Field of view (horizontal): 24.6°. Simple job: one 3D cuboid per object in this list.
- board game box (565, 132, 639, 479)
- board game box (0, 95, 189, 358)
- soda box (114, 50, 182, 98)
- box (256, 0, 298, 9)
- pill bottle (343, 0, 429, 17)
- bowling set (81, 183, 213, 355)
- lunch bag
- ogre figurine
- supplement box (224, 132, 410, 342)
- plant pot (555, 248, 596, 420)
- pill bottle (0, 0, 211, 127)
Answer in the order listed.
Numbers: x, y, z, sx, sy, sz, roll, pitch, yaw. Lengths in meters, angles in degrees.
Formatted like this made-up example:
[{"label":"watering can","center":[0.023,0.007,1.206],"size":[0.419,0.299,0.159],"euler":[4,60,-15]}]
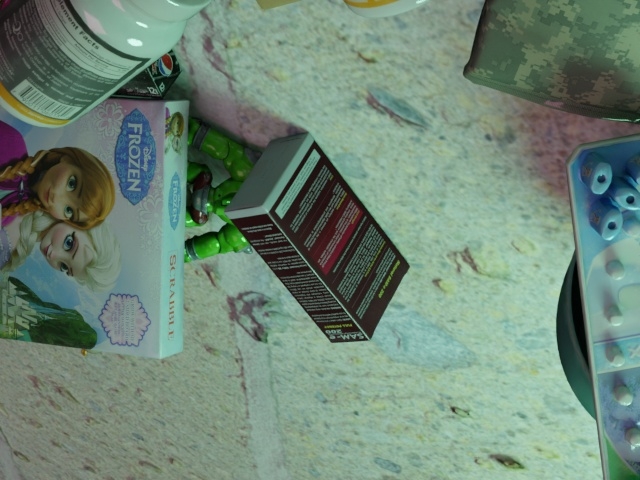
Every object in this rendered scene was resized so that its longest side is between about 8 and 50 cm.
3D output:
[{"label":"board game box","center":[0.432,0.075,1.295],"size":[0.390,0.050,0.390],"euler":[-10,106,-3]},{"label":"board game box","center":[-0.322,-0.027,1.844],"size":[0.318,0.066,0.318],"euler":[4,98,21]},{"label":"soda box","center":[-0.255,-0.215,1.786],"size":[0.169,0.053,0.060],"euler":[7,139,31]},{"label":"box","center":[-0.051,-0.333,1.501],"size":[0.164,0.021,0.201],"euler":[-6,132,42]},{"label":"pill bottle","center":[0.025,-0.346,1.304],"size":[0.152,0.152,0.272],"euler":[-4,134,41]},{"label":"bowling set","center":[-0.260,0.000,2.003],"size":[0.154,0.287,0.200],"euler":[45,-172,-9]},{"label":"lunch bag","center":[0.295,-0.217,1.240],"size":[0.287,0.169,0.235],"euler":[18,147,2]},{"label":"ogre figurine","center":[-0.135,-0.053,1.854],"size":[0.118,0.197,0.097],"euler":[10,-176,9]},{"label":"supplement box","center":[0.000,0.000,1.801],"size":[0.073,0.130,0.239],"euler":[-8,130,44]},{"label":"plant pot","center":[0.374,0.090,1.502],"size":[0.293,0.293,0.235],"euler":[27,166,5]},{"label":"pill bottle","center":[-0.247,-0.249,1.617],"size":[0.162,0.162,0.278],"euler":[44,132,-19]}]
